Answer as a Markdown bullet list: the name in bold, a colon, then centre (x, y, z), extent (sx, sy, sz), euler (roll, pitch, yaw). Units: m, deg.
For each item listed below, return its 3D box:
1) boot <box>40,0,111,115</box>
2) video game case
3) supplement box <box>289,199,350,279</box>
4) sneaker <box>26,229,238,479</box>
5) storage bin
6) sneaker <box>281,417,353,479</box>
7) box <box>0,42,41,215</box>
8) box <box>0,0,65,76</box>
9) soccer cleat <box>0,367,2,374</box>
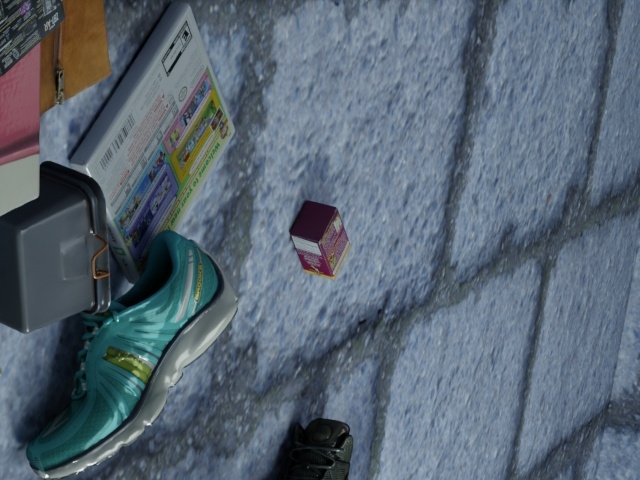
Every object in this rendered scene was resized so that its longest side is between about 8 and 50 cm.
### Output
- **boot**: centre (-0.187, -0.257, 1.462), extent (0.264, 0.096, 0.280), euler (-49, 145, -46)
- **video game case**: centre (-0.159, -0.093, 1.705), extent (0.212, 0.023, 0.193), euler (-62, 153, -29)
- **supplement box**: centre (0.000, 0.000, 2.081), extent (0.055, 0.043, 0.083), euler (-63, 154, -27)
- **sneaker**: centre (-0.196, 0.108, 1.662), extent (0.110, 0.107, 0.275), euler (52, 60, -30)
- **storage bin**: centre (-0.240, 0.015, 1.512), extent (0.091, 0.098, 0.135), euler (-31, 131, -44)
- **sneaker**: centre (-0.023, 0.295, 2.152), extent (0.227, 0.087, 0.130), euler (-31, 129, -62)
- **box**: centre (-0.290, -0.135, 1.235), extent (0.127, 0.148, 0.232), euler (-35, 134, -58)
- **box**: centre (-0.208, -0.161, 1.193), extent (0.083, 0.018, 0.067), euler (-54, 149, -44)
- **soccer cleat**: centre (-0.304, 0.122, 1.384), extent (0.093, 0.121, 0.289), euler (-47, 144, -48)
